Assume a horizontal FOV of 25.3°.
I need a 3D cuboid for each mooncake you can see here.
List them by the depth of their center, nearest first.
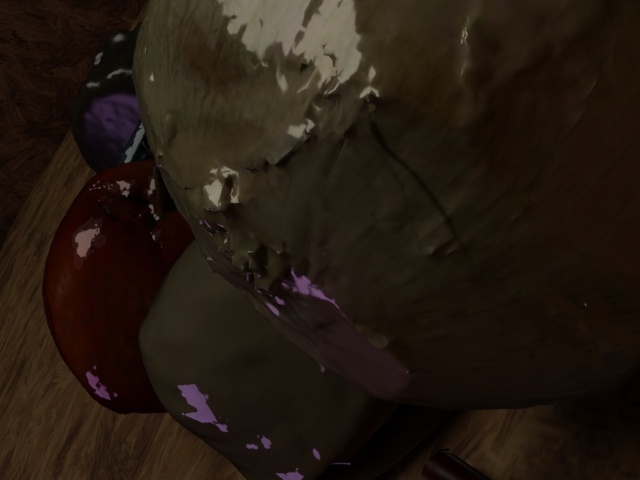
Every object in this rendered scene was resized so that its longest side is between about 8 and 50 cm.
[{"bbox_3d":[-0.147,-0.128,1.517,0.228,0.228,0.124,-42,19,51],"label":"mooncake"}]

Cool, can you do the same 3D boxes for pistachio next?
[{"bbox_3d":[-0.012,0.063,0.907,0.288,0.166,0.197,-27,64,57],"label":"pistachio"}]

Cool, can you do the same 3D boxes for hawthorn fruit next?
[{"bbox_3d":[-0.130,0.017,1.189,0.299,0.211,0.211,95,-176,-45],"label":"hawthorn fruit"}]

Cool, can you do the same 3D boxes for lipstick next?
[{"bbox_3d":[0.093,0.138,0.704,0.027,0.027,0.176,-63,18,-2],"label":"lipstick"}]

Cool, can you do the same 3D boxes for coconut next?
[{"bbox_3d":[0.060,-0.057,0.653,0.255,0.297,0.297,-64,16,-17],"label":"coconut"}]

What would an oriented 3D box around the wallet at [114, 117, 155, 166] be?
[{"bbox_3d":[-0.081,-0.118,1.352,0.046,0.190,0.379,35,99,45],"label":"wallet"}]
